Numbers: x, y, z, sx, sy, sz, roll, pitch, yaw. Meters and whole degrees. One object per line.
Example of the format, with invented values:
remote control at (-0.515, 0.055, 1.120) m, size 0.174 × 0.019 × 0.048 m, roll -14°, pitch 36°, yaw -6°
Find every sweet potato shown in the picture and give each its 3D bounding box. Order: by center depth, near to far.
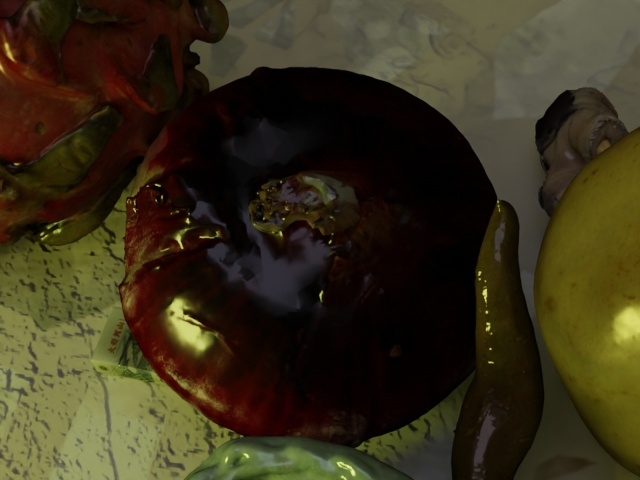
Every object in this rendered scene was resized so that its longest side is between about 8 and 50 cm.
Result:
sweet potato at (0.130, 0.096, 1.003) m, size 0.059 × 0.069 × 0.250 m, roll 6°, pitch 92°, yaw 36°

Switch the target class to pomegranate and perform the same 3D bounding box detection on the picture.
pomegranate at (0.310, 0.032, 0.960) m, size 0.319 × 0.319 × 0.319 m, roll -3°, pitch 58°, yaw 5°

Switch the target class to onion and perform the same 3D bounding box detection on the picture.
onion at (0.000, 0.000, 1.061) m, size 0.314 × 0.232 × 0.314 m, roll 4°, pitch 66°, yaw -9°

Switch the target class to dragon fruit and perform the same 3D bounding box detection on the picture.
dragon fruit at (-0.207, -0.157, 1.141) m, size 0.263 × 0.296 × 0.314 m, roll -26°, pitch 49°, yaw 1°

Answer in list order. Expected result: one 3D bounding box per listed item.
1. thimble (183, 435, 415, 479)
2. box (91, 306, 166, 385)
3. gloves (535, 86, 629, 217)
thimble at (0.008, 0.246, 0.929) m, size 0.205 × 0.172 × 0.250 m, roll -43°, pitch 62°, yaw -6°
box at (-0.141, 0.089, 1.147) m, size 0.083 × 0.024 × 0.054 m, roll 10°, pitch 61°, yaw 13°
gloves at (0.228, -0.061, 1.155) m, size 0.094 × 0.110 × 0.144 m, roll 23°, pitch 54°, yaw -29°
